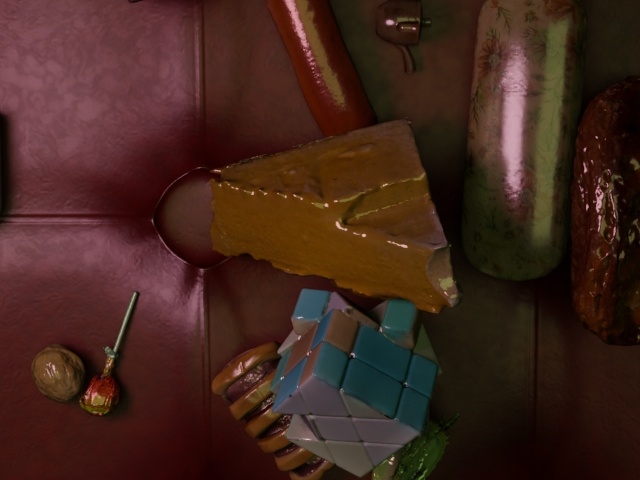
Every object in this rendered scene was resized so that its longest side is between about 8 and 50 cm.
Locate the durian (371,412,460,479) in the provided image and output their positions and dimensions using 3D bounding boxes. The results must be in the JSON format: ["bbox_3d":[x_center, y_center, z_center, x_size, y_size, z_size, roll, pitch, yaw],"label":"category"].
[{"bbox_3d":[0.142,0.326,1.812,0.086,0.100,0.215,31,104,-5],"label":"durian"}]

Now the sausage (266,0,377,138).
[{"bbox_3d":[-0.003,-0.277,1.747,0.089,0.083,0.300,-24,97,-7],"label":"sausage"}]

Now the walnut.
[{"bbox_3d":[-0.395,0.201,1.824,0.092,0.092,0.092,0,98,2],"label":"walnut"}]

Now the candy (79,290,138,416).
[{"bbox_3d":[-0.313,0.173,1.842,0.060,0.060,0.201,18,89,0],"label":"candy"}]

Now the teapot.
[{"bbox_3d":[0.119,-0.293,1.747,0.080,0.085,0.110,3,117,3],"label":"teapot"}]

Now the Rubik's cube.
[{"bbox_3d":[0.064,0.186,1.713,0.265,0.213,0.224,31,138,-12],"label":"Rubik's cube"}]

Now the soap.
[{"bbox_3d":[0.000,0.000,1.669,0.338,0.304,0.169,-15,126,4],"label":"soap"}]

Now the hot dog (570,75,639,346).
[{"bbox_3d":[0.470,-0.039,1.708,0.266,0.174,0.388,-2,97,-22],"label":"hot dog"}]

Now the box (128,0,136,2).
[{"bbox_3d":[-0.223,-0.412,1.711,0.151,0.151,0.135,-6,107,3],"label":"box"}]

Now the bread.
[{"bbox_3d":[-0.054,0.260,1.821,0.134,0.081,0.225,-43,93,5],"label":"bread"}]

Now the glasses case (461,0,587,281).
[{"bbox_3d":[0.290,-0.154,1.734,0.156,0.098,0.426,8,98,27],"label":"glasses case"}]
